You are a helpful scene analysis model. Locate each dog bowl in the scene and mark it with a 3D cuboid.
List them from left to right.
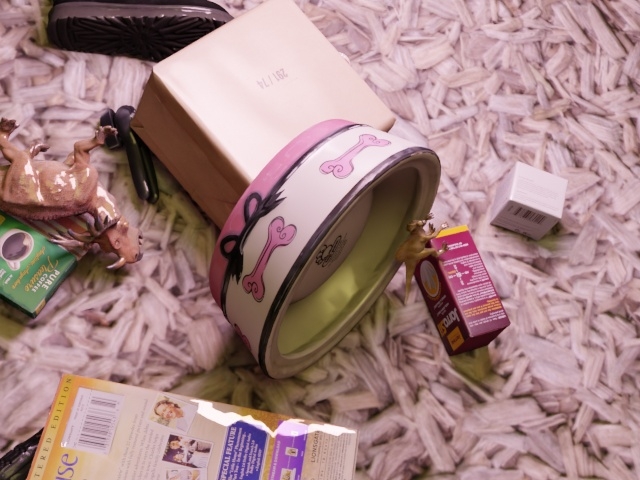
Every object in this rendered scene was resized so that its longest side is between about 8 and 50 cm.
[{"bbox_3d":[0.000,0.000,1.392,0.150,0.408,0.408,37,60,19],"label":"dog bowl"}]

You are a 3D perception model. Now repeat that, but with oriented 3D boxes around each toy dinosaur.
[{"bbox_3d":[-0.413,-0.068,1.423,0.295,0.127,0.200,6,71,-7],"label":"toy dinosaur"},{"bbox_3d":[0.155,0.013,1.494,0.092,0.183,0.053,-27,53,-23],"label":"toy dinosaur"}]

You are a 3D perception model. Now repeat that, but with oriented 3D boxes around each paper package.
[{"bbox_3d":[-0.093,-0.203,1.550,0.309,0.168,0.325,48,55,4],"label":"paper package"}]

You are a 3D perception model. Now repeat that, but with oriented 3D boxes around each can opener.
[{"bbox_3d":[-0.307,-0.146,1.565,0.059,0.073,0.186,2,60,-59],"label":"can opener"}]

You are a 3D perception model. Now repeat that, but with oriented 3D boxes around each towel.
[{"bbox_3d":[-0.433,-0.013,1.476,0.144,0.029,0.197,35,64,3],"label":"towel"}]

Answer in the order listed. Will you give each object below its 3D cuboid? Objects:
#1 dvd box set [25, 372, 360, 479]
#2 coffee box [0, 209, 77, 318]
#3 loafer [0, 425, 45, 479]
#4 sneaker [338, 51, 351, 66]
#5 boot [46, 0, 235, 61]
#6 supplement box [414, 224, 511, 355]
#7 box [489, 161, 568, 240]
[{"bbox_3d":[-0.173,0.355,1.216,0.420,0.062,0.308,11,53,-3],"label":"dvd box set"},{"bbox_3d":[-0.475,0.025,1.409,0.184,0.040,0.113,30,63,1],"label":"coffee box"},{"bbox_3d":[-0.362,0.291,1.325,0.223,0.076,0.078,-40,110,-32],"label":"loafer"},{"bbox_3d":[-0.027,-0.331,1.720,0.175,0.064,0.067,16,60,-7],"label":"sneaker"},{"bbox_3d":[-0.315,-0.466,1.668,0.348,0.131,0.260,4,64,-13],"label":"boot"},{"bbox_3d":[0.229,0.084,1.563,0.080,0.104,0.188,-14,69,-20],"label":"supplement box"},{"bbox_3d":[0.373,-0.070,1.680,0.101,0.102,0.087,20,63,-4],"label":"box"}]
